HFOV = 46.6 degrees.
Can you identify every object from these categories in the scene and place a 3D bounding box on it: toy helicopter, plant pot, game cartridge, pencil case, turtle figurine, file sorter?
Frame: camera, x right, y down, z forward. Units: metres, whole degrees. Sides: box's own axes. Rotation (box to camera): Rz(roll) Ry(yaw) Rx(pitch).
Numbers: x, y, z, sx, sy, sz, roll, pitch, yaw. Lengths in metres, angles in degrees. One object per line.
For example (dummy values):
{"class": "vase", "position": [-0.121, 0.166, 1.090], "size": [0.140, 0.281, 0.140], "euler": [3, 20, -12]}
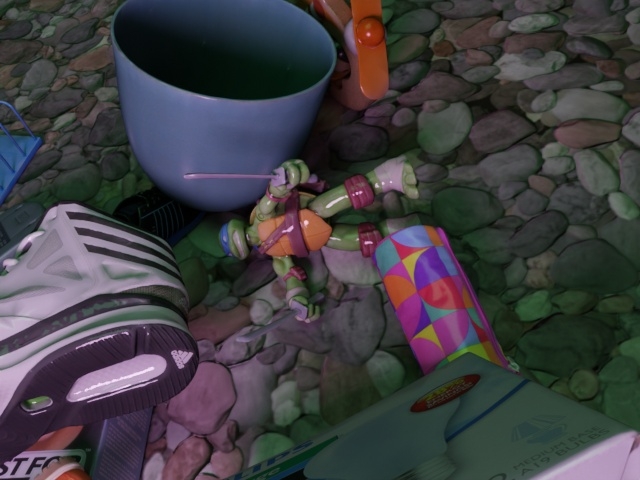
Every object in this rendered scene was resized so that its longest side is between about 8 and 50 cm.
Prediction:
{"class": "toy helicopter", "position": [0.010, -0.345, 1.079], "size": [0.140, 0.355, 0.235], "euler": [-33, 38, -16]}
{"class": "plant pot", "position": [-0.141, -0.184, 1.044], "size": [0.292, 0.235, 0.293], "euler": [7, 44, -7]}
{"class": "game cartridge", "position": [-0.463, 0.026, 1.056], "size": [0.198, 0.062, 0.297], "euler": [-37, 23, -17]}
{"class": "pencil case", "position": [0.145, 0.092, 0.841], "size": [0.104, 0.104, 0.236], "euler": [-24, 64, -3]}
{"class": "turtle figurine", "position": [0.000, 0.000, 0.925], "size": [0.266, 0.275, 0.198], "euler": [-14, 85, 0]}
{"class": "file sorter", "position": [-0.586, -0.145, 1.268], "size": [0.118, 0.104, 0.170], "euler": [5, 55, 21]}

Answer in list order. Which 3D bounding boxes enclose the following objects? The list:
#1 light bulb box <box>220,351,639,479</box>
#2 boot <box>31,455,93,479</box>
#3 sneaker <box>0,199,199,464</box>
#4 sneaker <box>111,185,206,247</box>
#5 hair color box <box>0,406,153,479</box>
{"class": "light bulb box", "position": [0.053, 0.275, 0.550], "size": [0.357, 0.361, 0.225], "euler": [-26, 90, -4]}
{"class": "boot", "position": [-0.278, 0.294, 0.720], "size": [0.084, 0.059, 0.158], "euler": [32, 66, 28]}
{"class": "sneaker", "position": [-0.366, 0.103, 0.853], "size": [0.447, 0.169, 0.258], "euler": [-14, 41, -4]}
{"class": "sneaker", "position": [-0.242, -0.041, 1.092], "size": [0.081, 0.090, 0.232], "euler": [20, 62, 29]}
{"class": "hair color box", "position": [-0.312, 0.227, 0.891], "size": [0.185, 0.114, 0.375], "euler": [-6, 51, 12]}
